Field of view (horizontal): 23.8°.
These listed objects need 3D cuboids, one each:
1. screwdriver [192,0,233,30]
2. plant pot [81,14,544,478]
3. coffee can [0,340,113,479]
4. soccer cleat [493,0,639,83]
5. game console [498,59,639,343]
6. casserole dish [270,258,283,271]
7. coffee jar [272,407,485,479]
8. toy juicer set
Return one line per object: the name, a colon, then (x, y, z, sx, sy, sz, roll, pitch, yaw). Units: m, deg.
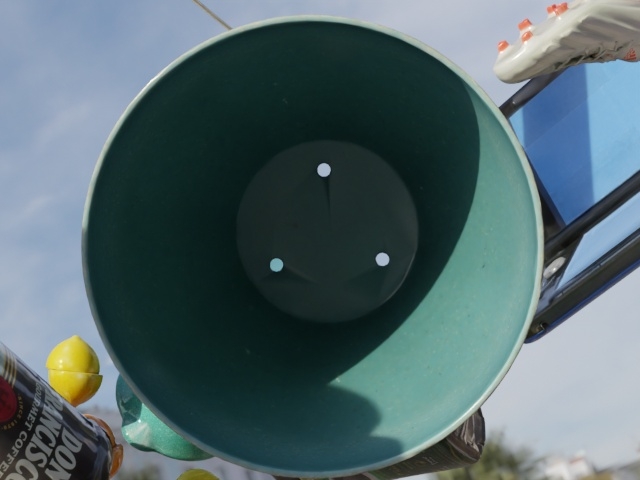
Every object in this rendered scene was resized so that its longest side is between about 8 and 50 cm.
screwdriver: (-0.081, -0.194, 1.464, 0.170, 0.024, 0.025, 33, -75, -20)
plant pot: (0.000, 0.000, 1.041, 0.290, 0.290, 0.195, -23, 2, 5)
coffee can: (-0.331, 0.145, 1.207, 0.201, 0.201, 0.275, -30, -61, 25)
soccer cleat: (0.221, -0.166, 1.204, 0.196, 0.076, 0.068, -34, 10, -25)
game console: (0.264, -0.083, 1.437, 0.293, 0.173, 0.250, -42, 4, 34)
casserole dish: (-0.059, -0.026, 1.465, 0.114, 0.188, 0.037, -9, -6, -7)
coffee jar: (0.041, 0.166, 1.301, 0.184, 0.079, 0.096, -17, -36, 28)
toy juicer set: (-0.172, 0.143, 1.518, 0.209, 0.329, 0.089, 24, -46, -12)
